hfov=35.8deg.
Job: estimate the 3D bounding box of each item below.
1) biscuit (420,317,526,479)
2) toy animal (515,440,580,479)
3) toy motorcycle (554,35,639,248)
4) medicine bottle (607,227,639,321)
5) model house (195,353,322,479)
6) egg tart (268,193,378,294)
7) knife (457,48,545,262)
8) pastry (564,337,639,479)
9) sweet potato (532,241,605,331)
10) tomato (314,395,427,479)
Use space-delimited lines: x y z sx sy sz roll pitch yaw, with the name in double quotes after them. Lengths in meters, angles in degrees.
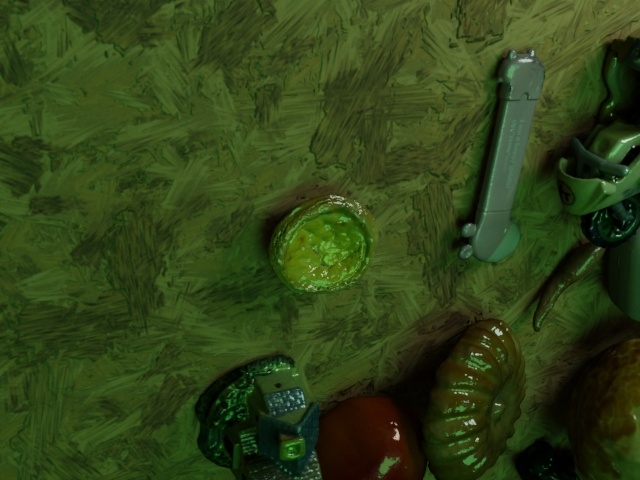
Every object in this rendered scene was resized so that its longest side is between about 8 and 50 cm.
0.299 0.306 1.851 0.326 0.107 0.325 -35 133 -47 "biscuit"
0.520 0.523 2.163 0.245 0.146 0.114 24 100 -38 "toy animal"
0.545 -0.182 1.718 0.237 0.169 0.410 14 107 -40 "toy motorcycle"
0.742 0.001 1.958 0.375 0.123 0.282 -21 126 -16 "medicine bottle"
-0.092 0.338 1.698 0.195 0.189 0.214 -9 124 -26 "model house"
0.000 0.000 1.601 0.191 0.074 0.191 -13 124 -19 "egg tart"
0.316 -0.137 1.704 0.132 0.038 0.398 -7 121 -26 "knife"
0.663 0.367 2.003 0.388 0.313 0.388 -51 171 -11 "pastry"
0.469 0.082 1.912 0.050 0.050 0.214 34 98 -38 "sweet potato"
0.093 0.414 1.848 0.260 0.180 0.259 -15 129 -20 "tomato"
